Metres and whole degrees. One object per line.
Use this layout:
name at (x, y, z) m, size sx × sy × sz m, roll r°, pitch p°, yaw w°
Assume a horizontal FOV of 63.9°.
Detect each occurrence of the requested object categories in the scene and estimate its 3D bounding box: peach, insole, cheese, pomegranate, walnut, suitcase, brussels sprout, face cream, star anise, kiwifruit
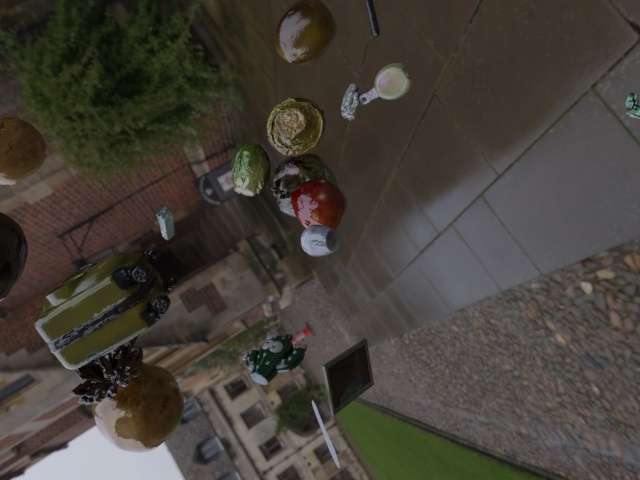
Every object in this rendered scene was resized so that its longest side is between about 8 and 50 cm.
peach at (-0.009, -0.123, 1.760) m, size 0.197 × 0.197 × 0.197 m, roll 55°, pitch 168°, yaw 17°
insole at (0.016, 0.621, 1.655) m, size 0.080 × 0.003 × 0.232 m, roll 95°, pitch 154°, yaw -49°
cheese at (0.261, -0.626, 2.099) m, size 0.137 × 0.227 × 0.064 m, roll 56°, pitch -157°, yaw -16°
pomegranate at (-0.610, 0.547, 1.721) m, size 0.319 × 0.319 × 0.319 m, roll 55°, pitch 168°, yaw 17°
walnut at (-0.961, -0.271, 1.574) m, size 0.195 × 0.222 × 0.195 m, roll 18°, pitch 142°, yaw 15°
pomegranate at (-0.090, -0.214, 2.058) m, size 0.285 × 0.285 × 0.340 m, roll 56°, pitch -156°, yaw 12°
suitcase at (-0.403, 0.113, 0.972) m, size 0.143 × 0.234 × 0.194 m, roll 61°, pitch 178°, yaw -16°
brussels sprout at (-0.239, -0.244, 1.776) m, size 0.143 × 0.181 × 0.161 m, roll 17°, pitch 179°, yaw -29°
face cream at (0.000, 0.000, 1.443) m, size 0.095 × 0.091 × 0.091 m, roll 0°, pitch 126°, yaw 42°
star anise at (-0.450, 0.265, 1.113) m, size 0.073 × 0.177 × 0.234 m, roll 31°, pitch 119°, yaw 27°
kiwifruit at (-0.059, -0.727, 1.807) m, size 0.196 × 0.234 × 0.196 m, roll 40°, pitch -149°, yaw -30°

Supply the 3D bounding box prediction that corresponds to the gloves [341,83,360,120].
gloves at (0.138, -0.625, 2.308) m, size 0.114 × 0.070 × 0.153 m, roll -108°, pitch 31°, yaw -60°

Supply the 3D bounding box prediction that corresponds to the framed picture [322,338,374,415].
framed picture at (0.102, 0.475, 1.807) m, size 0.016 × 0.250 × 0.184 m, roll -3°, pitch 100°, yaw 41°

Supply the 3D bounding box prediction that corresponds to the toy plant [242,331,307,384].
toy plant at (-0.184, 0.460, 2.050) m, size 0.232 × 0.243 × 0.113 m, roll 31°, pitch 147°, yaw 49°

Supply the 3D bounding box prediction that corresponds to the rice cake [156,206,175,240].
rice cake at (-0.495, -0.050, 1.651) m, size 0.034 × 0.043 × 0.211 m, roll 40°, pitch 157°, yaw 3°

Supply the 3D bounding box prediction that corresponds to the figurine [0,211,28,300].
figurine at (-0.726, 0.024, 0.942) m, size 0.218 × 0.206 × 0.365 m, roll 21°, pitch -179°, yaw 26°

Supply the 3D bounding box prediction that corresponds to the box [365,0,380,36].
box at (0.149, -0.682, 1.524) m, size 0.126 × 0.026 × 0.125 m, roll -86°, pitch -20°, yaw -52°

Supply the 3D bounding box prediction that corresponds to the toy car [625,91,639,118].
toy car at (0.724, -0.299, 1.153) m, size 0.073 × 0.143 × 0.054 m, roll 24°, pitch 113°, yaw 26°

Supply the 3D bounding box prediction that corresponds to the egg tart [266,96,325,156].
egg tart at (-0.099, -0.442, 1.970) m, size 0.241 × 0.241 × 0.106 m, roll 56°, pitch -171°, yaw 11°
